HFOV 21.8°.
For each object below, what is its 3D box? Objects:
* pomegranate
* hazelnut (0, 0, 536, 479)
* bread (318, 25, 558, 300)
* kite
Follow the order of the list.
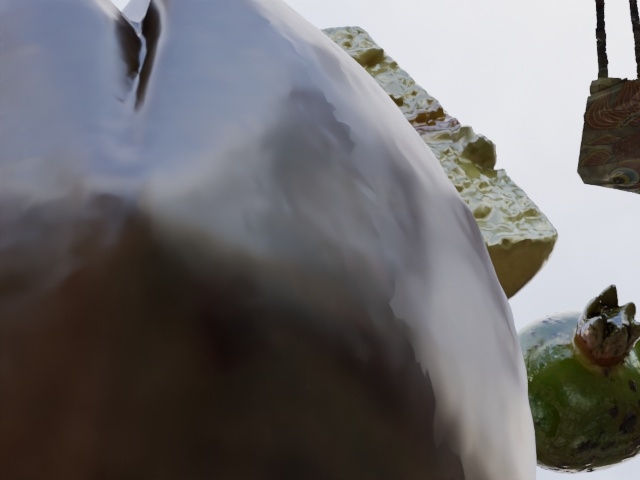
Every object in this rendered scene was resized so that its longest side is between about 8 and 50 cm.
[{"bbox_3d":[0.242,0.125,1.509,0.159,0.159,0.205,-9,-38,-20],"label":"pomegranate"},{"bbox_3d":[-0.077,0.103,0.712,0.402,0.429,0.402,5,-36,3],"label":"hazelnut"},{"bbox_3d":[0.000,0.000,1.092,0.236,0.263,0.198,-18,-46,-20],"label":"bread"},{"bbox_3d":[0.263,-0.125,1.327,0.127,0.016,0.229,0,-48,13],"label":"kite"}]
